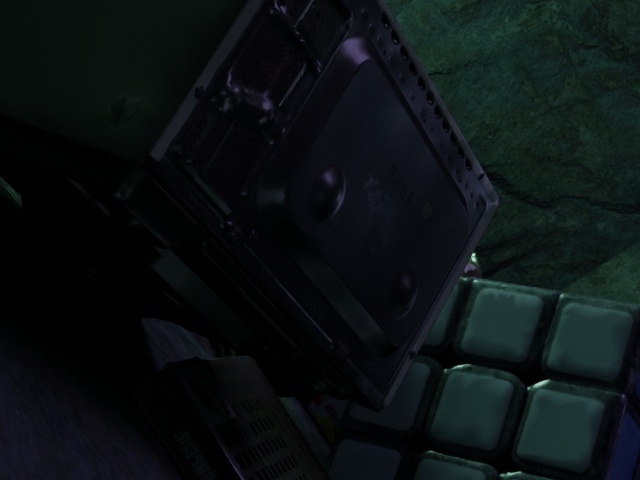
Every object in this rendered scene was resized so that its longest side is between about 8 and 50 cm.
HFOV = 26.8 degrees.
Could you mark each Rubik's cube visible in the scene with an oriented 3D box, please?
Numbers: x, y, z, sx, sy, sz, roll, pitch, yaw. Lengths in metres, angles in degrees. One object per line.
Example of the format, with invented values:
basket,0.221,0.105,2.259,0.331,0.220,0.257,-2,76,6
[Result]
Rubik's cube,0.215,0.236,1.468,0.304,0.301,0.305,9,-22,33

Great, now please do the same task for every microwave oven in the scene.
microwave oven,-0.094,-0.069,1.038,0.333,0.247,0.394,22,-18,36

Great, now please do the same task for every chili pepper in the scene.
chili pepper,-0.059,0.135,1.528,0.088,0.059,0.227,55,2,29

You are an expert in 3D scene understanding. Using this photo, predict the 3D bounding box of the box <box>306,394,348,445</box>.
box,-0.002,0.141,1.778,0.265,0.097,0.168,57,5,-1

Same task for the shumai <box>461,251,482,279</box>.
shumai,0.129,0.172,2.074,0.288,0.292,0.330,63,-18,-12

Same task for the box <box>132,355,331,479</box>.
box,-0.063,0.191,1.210,0.180,0.047,0.325,57,4,8
